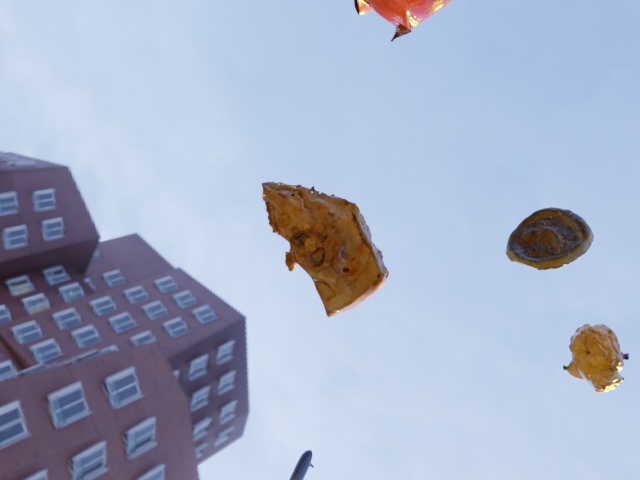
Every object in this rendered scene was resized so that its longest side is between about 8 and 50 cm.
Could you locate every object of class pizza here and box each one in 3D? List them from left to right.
[{"bbox_3d":[0.000,0.000,1.183,0.189,0.071,0.297,-28,-83,30],"label":"pizza"}]

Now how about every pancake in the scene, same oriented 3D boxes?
[{"bbox_3d":[0.282,-0.003,0.780,0.108,0.108,0.017,-3,-44,39],"label":"pancake"}]

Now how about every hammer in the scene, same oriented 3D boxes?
[{"bbox_3d":[-0.057,0.535,1.370,0.069,0.194,0.116,43,-49,-9],"label":"hammer"}]

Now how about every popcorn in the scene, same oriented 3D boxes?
[{"bbox_3d":[0.347,0.143,0.773,0.084,0.084,0.084,12,-70,36],"label":"popcorn"}]

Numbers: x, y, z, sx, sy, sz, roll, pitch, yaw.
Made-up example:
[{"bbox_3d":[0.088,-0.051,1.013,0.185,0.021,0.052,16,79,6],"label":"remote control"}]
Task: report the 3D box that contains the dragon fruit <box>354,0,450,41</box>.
[{"bbox_3d":[0.125,-0.444,0.958,0.224,0.224,0.227,-17,-69,40],"label":"dragon fruit"}]
